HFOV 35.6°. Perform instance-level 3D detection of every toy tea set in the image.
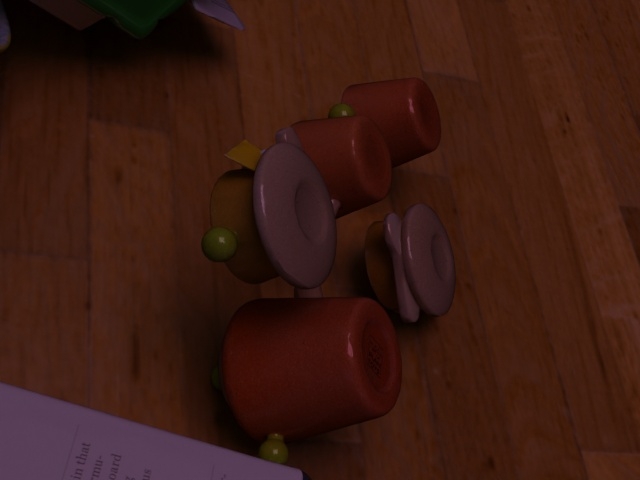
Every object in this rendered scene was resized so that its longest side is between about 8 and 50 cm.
[{"bbox_3d":[0.000,0.000,0.706,0.336,0.124,0.200,-45,119,-59],"label":"toy tea set"}]

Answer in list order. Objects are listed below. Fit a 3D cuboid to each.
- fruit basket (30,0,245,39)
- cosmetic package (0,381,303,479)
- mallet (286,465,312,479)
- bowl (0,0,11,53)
[{"bbox_3d":[-0.227,-0.320,0.740,0.353,0.165,0.327,50,11,24],"label":"fruit basket"},{"bbox_3d":[-0.127,0.179,0.482,0.184,0.151,0.151,19,51,-14],"label":"cosmetic package"},{"bbox_3d":[-0.093,0.140,0.586,0.190,0.062,0.039,19,53,-14],"label":"mallet"},{"bbox_3d":[-0.345,-0.194,0.608,0.156,0.289,0.289,-34,73,4],"label":"bowl"}]
